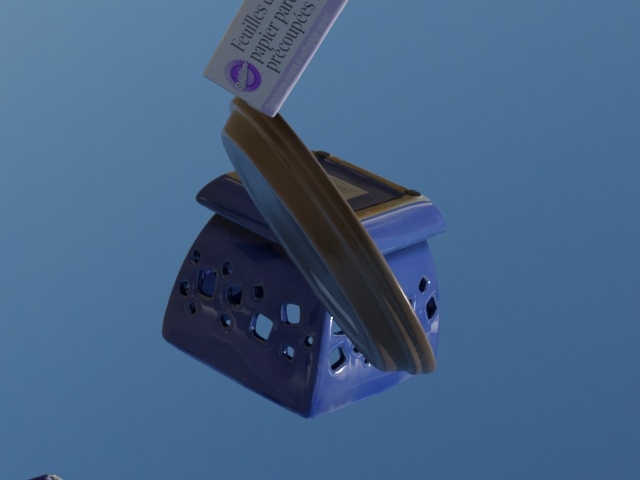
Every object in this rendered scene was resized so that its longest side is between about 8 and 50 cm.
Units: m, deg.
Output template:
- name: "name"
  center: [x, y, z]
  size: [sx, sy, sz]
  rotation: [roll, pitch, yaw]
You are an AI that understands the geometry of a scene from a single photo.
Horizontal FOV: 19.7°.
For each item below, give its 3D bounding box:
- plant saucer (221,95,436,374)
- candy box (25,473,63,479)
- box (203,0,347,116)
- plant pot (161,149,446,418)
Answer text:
- name: "plant saucer"
  center: [0.000, 0.000, 1.489]
  size: [0.041, 0.278, 0.278]
  rotation: [-35, -157, -7]
- name: "candy box"
  center: [-0.226, 0.315, 0.981]
  size: [0.268, 0.122, 0.317]
  rotation: [-17, -123, 14]
- name: "box"
  center: [0.015, -0.218, 1.254]
  size: [0.324, 0.063, 0.067]
  rotation: [-55, -173, 43]
- name: "plant pot"
  center: [-0.009, 0.033, 2.016]
  size: [0.236, 0.212, 0.236]
  rotation: [26, -152, 33]
